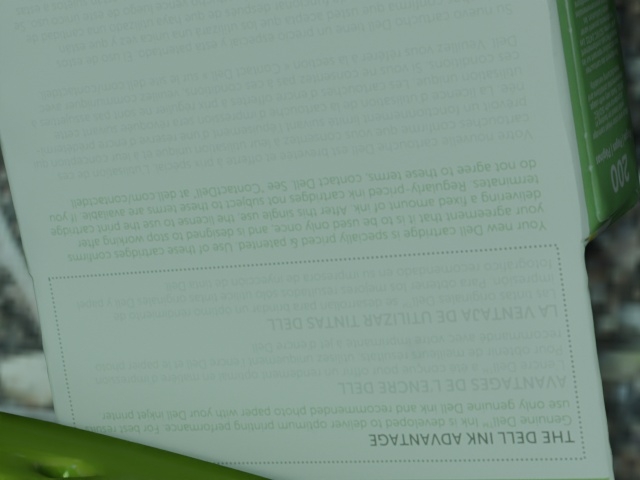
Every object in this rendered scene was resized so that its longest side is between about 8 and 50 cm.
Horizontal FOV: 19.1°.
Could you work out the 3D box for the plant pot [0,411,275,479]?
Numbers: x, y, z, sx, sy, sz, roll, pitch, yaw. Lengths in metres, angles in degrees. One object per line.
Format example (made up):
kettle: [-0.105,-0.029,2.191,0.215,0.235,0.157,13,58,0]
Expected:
plant pot: [-0.099,0.160,0.428,0.228,0.207,0.227,10,89,25]

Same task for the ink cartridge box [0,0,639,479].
ink cartridge box: [0.000,0.000,0.517,0.171,0.056,0.235,-4,104,27]
